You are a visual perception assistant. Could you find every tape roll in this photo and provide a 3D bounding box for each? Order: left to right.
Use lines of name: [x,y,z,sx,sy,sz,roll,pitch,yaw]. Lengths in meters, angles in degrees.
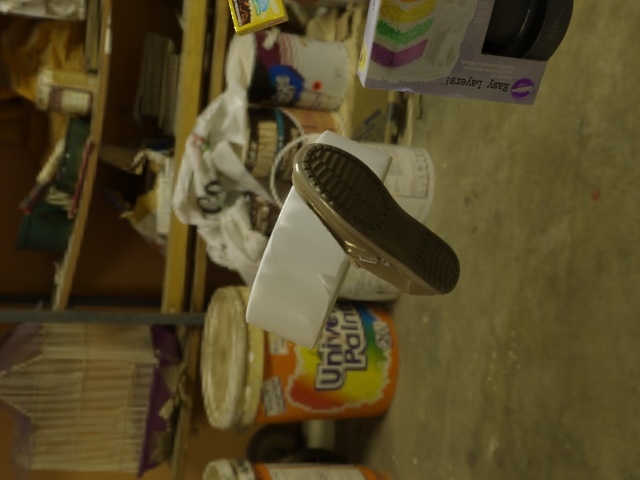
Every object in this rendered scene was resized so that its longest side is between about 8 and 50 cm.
tape roll: [0.000,0.000,1.111,0.286,0.100,0.286,22,-90,-86]

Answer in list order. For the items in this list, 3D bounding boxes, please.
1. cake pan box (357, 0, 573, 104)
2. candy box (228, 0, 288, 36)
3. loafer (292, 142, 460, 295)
cake pan box: [0.199,-0.312,1.099,0.070,0.267,0.245,-101,19,-54]
candy box: [-0.136,-0.510,1.616,0.027,0.105,0.205,45,-150,-74]
loafer: [0.032,-0.007,0.585,0.050,0.148,0.056,-37,13,49]
